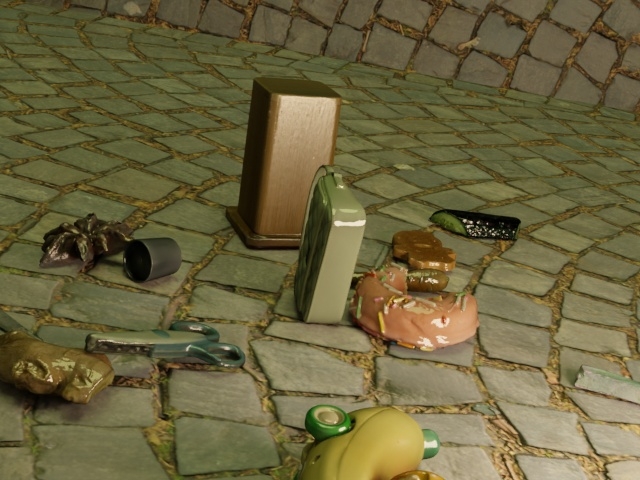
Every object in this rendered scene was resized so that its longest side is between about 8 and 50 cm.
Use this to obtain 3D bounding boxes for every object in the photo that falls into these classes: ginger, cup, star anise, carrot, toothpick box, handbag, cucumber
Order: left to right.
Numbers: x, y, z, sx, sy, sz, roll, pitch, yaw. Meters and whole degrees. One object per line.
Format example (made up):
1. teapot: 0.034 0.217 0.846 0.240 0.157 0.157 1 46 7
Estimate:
1. ginger: -0.398 0.177 1.600 0.213 0.074 0.137 20 7 16
2. star anise: -0.419 -0.002 2.028 0.195 0.065 0.182 3 22 7
3. cup: -0.305 0.034 2.003 0.100 0.078 0.077 -13 -2 40
4. toothpick box: -0.066 -0.158 2.247 0.188 0.308 0.190 1 21 -19
5. handbag: 0.000 0.000 1.954 0.079 0.256 0.219 3 30 -18
6. carrot: 0.119 0.073 2.106 0.254 0.049 0.049 2 23 -9
7. cucumber: 0.349 -0.033 2.460 0.220 0.046 0.070 4 30 -13

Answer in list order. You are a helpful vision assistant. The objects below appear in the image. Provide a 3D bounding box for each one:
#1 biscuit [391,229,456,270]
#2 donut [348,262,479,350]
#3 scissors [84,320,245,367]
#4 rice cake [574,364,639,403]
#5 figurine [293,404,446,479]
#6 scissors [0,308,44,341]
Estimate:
1. biscuit: 0.203 0.022 2.284 0.133 0.027 0.184 -3 23 -25
2. donut: 0.156 0.114 1.964 0.233 0.085 0.199 21 26 31
3. scissors: -0.239 0.156 1.692 0.138 0.041 0.289 33 15 37
4. rice cake: 0.520 0.251 1.837 0.211 0.034 0.043 17 14 20
5. figurine: 0.070 0.321 1.382 0.222 0.124 0.324 14 25 2
6. scissors: -0.554 0.092 1.804 0.360 0.029 0.191 25 25 34
